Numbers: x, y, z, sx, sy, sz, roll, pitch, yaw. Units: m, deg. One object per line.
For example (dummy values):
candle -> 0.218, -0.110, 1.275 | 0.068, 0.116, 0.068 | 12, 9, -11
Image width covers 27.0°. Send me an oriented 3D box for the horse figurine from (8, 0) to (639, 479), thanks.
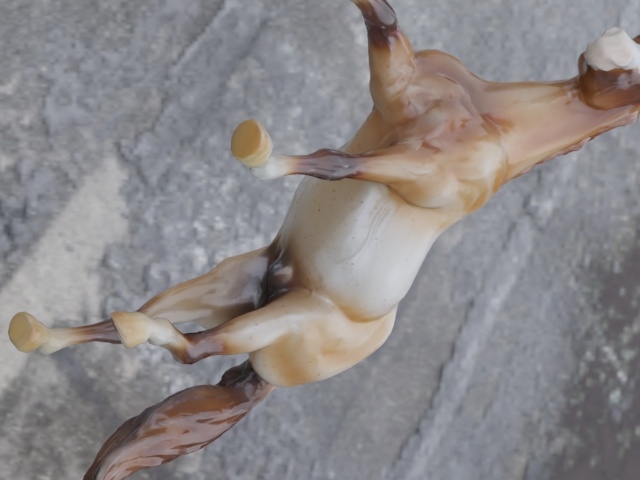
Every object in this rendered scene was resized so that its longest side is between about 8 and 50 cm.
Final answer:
horse figurine -> 0.000, 0.000, 0.495 | 0.174, 0.066, 0.263 | 7, 129, -51
